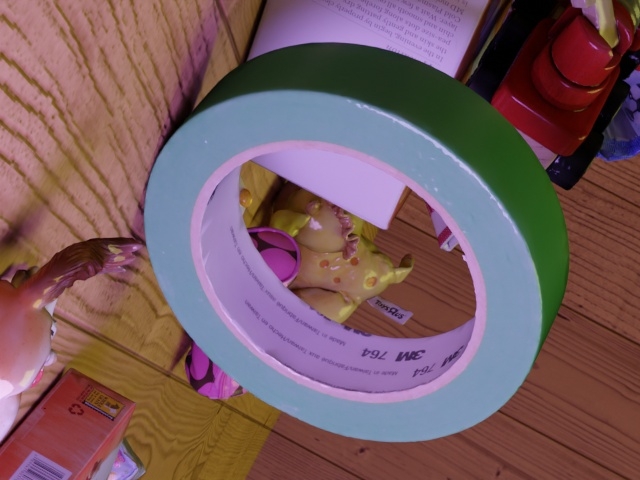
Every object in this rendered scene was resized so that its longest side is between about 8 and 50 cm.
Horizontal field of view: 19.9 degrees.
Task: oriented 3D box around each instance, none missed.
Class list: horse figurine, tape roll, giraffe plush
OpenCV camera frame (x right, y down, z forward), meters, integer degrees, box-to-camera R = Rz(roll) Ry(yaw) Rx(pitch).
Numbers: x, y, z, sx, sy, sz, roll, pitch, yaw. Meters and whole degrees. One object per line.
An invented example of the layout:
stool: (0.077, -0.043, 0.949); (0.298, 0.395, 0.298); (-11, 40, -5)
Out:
horse figurine: (-0.203, 0.098, 1.087); (0.263, 0.066, 0.174); (-60, 180, -3)
tape roll: (0.025, 0.007, 1.379); (0.077, 0.321, 0.321); (-56, 172, -48)
giraffe plush: (0.000, 0.000, 2.057); (0.181, 0.210, 0.170); (-54, 142, -36)

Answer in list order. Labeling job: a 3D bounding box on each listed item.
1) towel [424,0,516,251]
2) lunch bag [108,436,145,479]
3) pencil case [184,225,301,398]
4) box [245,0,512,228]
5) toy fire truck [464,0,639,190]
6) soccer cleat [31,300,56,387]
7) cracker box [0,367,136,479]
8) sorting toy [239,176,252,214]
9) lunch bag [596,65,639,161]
towel: (0.128, -0.187, 1.740); (0.237, 0.037, 0.329); (127, -42, -54)
lunch bag: (-0.206, 0.212, 1.645); (0.083, 0.053, 0.071); (-36, 173, -3)
pencil case: (-0.086, 0.083, 1.928); (0.209, 0.095, 0.098); (109, -25, -45)
box: (0.071, -0.220, 1.503); (0.215, 0.168, 0.345); (-56, 172, -47)
toy fire truck: (0.211, -0.197, 1.420); (0.217, 0.158, 0.246); (-57, -177, -36)
soccer cleat: (-0.192, 0.068, 1.222); (0.035, 0.029, 0.083); (-51, 164, -42)
cracker box: (-0.233, 0.234, 1.435); (0.156, 0.067, 0.232); (-54, 171, -52)
sorting toy: (-0.104, -0.020, 1.580); (0.075, 0.045, 0.083); (-23, 145, -50)
lunch bag: (0.270, -0.315, 1.764); (0.385, 0.239, 0.328); (96, -16, -46)
